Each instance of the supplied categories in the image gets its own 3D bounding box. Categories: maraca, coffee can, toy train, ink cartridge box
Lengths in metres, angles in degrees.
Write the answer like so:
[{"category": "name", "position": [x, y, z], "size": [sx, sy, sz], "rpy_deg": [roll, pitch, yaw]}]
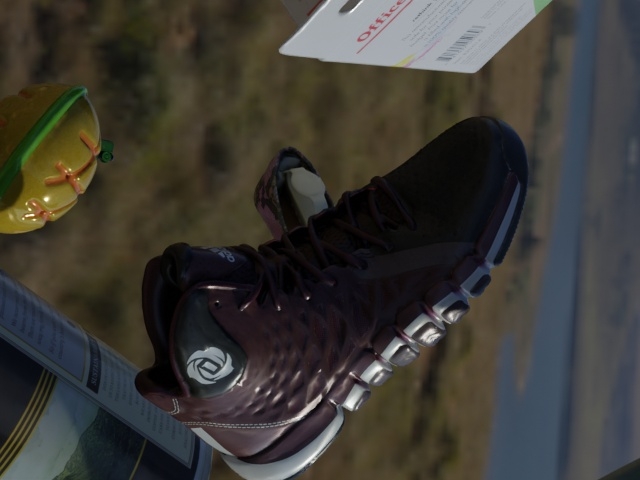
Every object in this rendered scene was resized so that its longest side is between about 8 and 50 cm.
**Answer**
[{"category": "maraca", "position": [-0.243, -0.050, 1.587], "size": [0.186, 0.099, 0.127], "rpy_deg": [-53, 177, 19]}, {"category": "coffee can", "position": [-0.243, 0.131, 1.422], "size": [0.275, 0.201, 0.201], "rpy_deg": [39, 44, -30]}, {"category": "toy train", "position": [-0.243, -0.096, 1.942], "size": [0.017, 0.083, 0.024], "rpy_deg": [156, -54, -72]}, {"category": "ink cartridge box", "position": [0.094, -0.273, 1.895], "size": [0.353, 0.207, 0.119], "rpy_deg": [-2, 55, -55]}]

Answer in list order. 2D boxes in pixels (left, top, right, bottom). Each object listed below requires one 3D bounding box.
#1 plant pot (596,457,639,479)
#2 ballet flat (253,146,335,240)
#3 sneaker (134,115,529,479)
[{"category": "plant pot", "position": [0.199, 0.256, 1.077], "size": [0.293, 0.235, 0.293], "rpy_deg": [45, -37, 50]}, {"category": "ballet flat", "position": [0.000, 0.000, 1.798], "size": [0.079, 0.077, 0.221], "rpy_deg": [100, -31, -47]}, {"category": "sneaker", "position": [-0.007, 0.016, 1.203], "size": [0.281, 0.162, 0.106], "rpy_deg": [-52, -146, 9]}]
